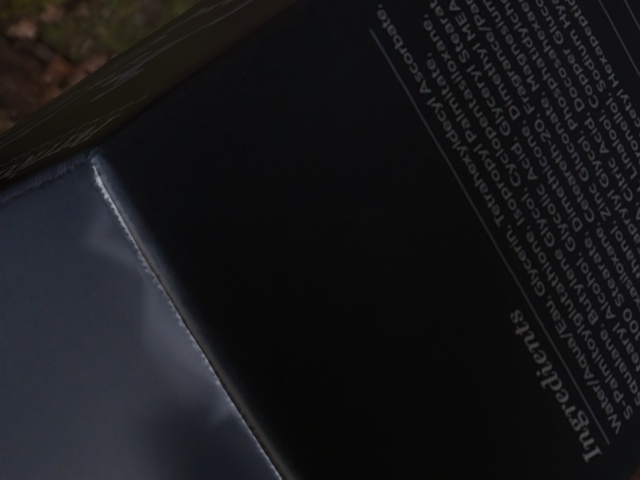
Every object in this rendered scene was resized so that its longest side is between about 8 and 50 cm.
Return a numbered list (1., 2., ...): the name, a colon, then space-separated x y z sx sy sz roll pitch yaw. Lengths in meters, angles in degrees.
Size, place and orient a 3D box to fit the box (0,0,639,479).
1. box: 0.000 0.000 0.724 0.293 0.395 0.212 -19 107 45
